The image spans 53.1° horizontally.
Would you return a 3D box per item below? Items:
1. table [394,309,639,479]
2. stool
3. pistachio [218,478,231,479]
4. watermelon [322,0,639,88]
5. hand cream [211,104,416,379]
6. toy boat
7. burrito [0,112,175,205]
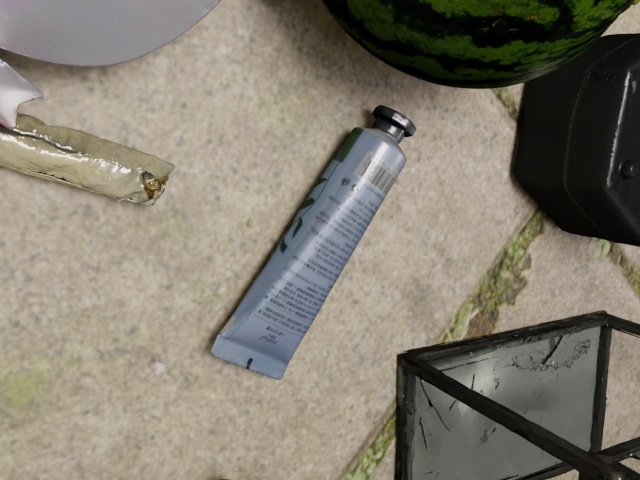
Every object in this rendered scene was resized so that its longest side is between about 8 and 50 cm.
[{"bbox_3d":[0.293,0.234,0.676,0.335,0.272,0.222,-6,105,-28],"label":"table"},{"bbox_3d":[0.336,-0.111,0.698,0.232,0.141,0.232,-7,105,-28],"label":"stool"},{"bbox_3d":[-0.081,0.334,0.585,0.136,0.136,0.225,4,92,-30],"label":"pistachio"},{"bbox_3d":[0.120,-0.258,0.468,0.285,0.285,0.284,-7,104,-28],"label":"watermelon"},{"bbox_3d":[0.000,0.000,0.590,0.091,0.058,0.271,32,89,-42],"label":"hand cream"},{"bbox_3d":[-0.112,-0.208,0.444,0.219,0.072,0.318,21,81,-40],"label":"toy boat"},{"bbox_3d":[-0.198,-0.066,0.472,0.186,0.041,0.045,18,134,-32],"label":"burrito"}]
